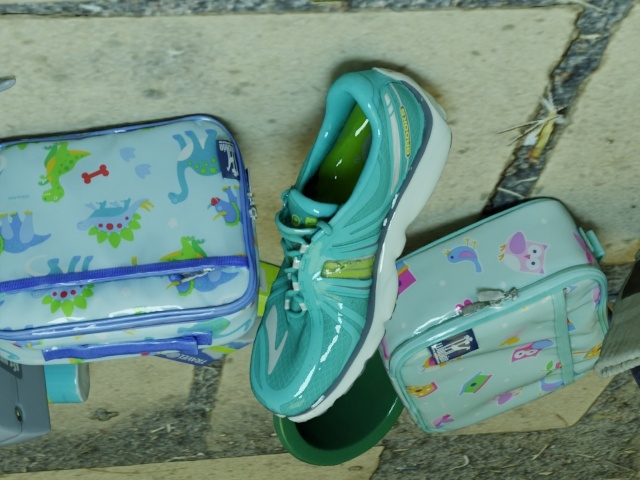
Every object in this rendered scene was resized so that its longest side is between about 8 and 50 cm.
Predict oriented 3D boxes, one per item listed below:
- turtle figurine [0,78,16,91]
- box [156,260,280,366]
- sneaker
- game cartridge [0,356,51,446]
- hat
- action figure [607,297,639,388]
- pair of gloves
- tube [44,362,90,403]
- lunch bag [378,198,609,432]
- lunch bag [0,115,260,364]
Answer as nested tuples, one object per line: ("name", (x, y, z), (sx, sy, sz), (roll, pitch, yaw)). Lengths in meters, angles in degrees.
("turtle figurine", (-0.348, -0.094, 1.118), (0.266, 0.275, 0.198), (14, 177, -1))
("box", (-0.107, 0.071, 1.613), (0.178, 0.042, 0.109), (-28, 148, 36))
("sneaker", (0.000, 0.000, 1.272), (0.107, 0.275, 0.110), (21, -175, 36))
("game cartridge", (-0.305, 0.054, 1.333), (0.062, 0.198, 0.297), (-14, 154, 14))
("hat", (-0.021, 0.125, 1.772), (0.173, 0.183, 0.208), (-5, 114, -34))
("action figure", (0.424, 0.062, 1.690), (0.285, 0.099, 0.185), (-25, 143, 25))
("pair of gloves", (0.357, 0.029, 1.489), (0.240, 0.204, 0.042), (-27, 110, 33))
("tube", (-0.337, 0.142, 1.702), (0.207, 0.052, 0.080), (-4, 146, 8))
("lunch bag", (0.166, 0.077, 1.594), (0.224, 0.108, 0.279), (-21, 156, 2))
("lunch bag", (-0.155, 0.004, 1.292), (0.219, 0.176, 0.090), (-5, 157, -3))
